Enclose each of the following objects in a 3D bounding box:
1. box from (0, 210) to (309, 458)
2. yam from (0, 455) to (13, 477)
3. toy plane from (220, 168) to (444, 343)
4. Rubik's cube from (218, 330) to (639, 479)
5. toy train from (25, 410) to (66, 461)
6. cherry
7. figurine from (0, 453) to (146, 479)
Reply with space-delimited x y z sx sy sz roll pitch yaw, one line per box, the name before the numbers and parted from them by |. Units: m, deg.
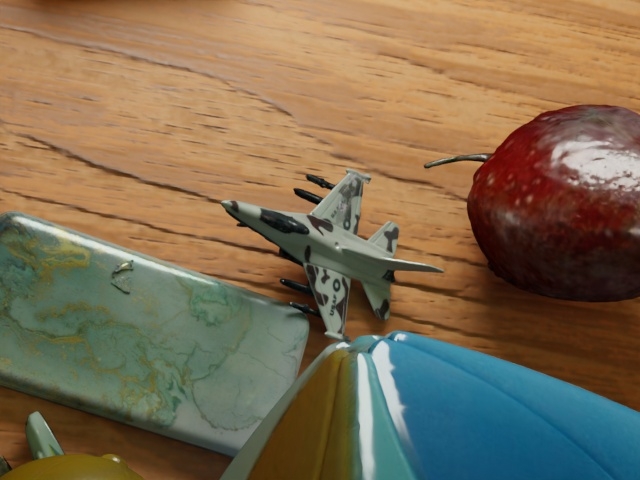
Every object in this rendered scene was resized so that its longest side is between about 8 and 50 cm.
box | -0.155 0.082 1.235 0.285 0.044 0.142 19 74 -15
yam | -0.295 0.229 1.112 0.107 0.107 0.183 39 69 -7
toy plane | -0.005 0.003 1.285 0.234 0.082 0.160 17 73 -31
Rubik's cube | 0.093 0.314 1.045 0.352 0.347 0.352 17 44 -21
toy train | -0.187 0.248 1.174 0.051 0.052 0.234 -29 88 -20
cherry | 0.245 -0.029 1.308 0.192 0.250 0.175 -11 106 -39
figurine | -0.179 0.277 1.032 0.192 0.167 0.256 9 96 11
